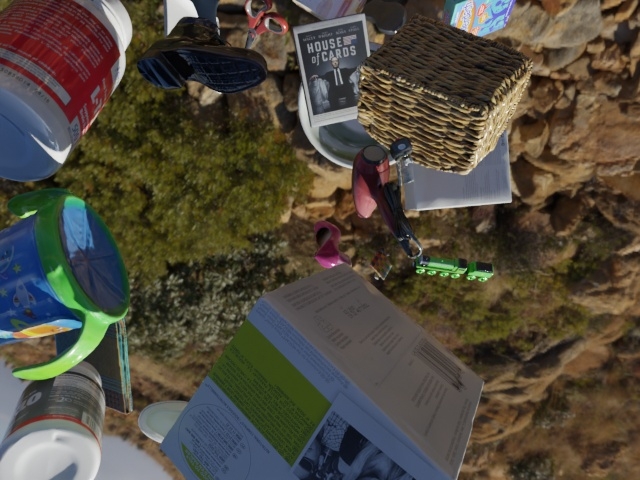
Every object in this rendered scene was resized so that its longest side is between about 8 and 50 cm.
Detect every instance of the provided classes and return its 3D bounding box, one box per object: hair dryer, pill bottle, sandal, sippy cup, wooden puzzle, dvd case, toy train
[{"bbox_3d":[0.115,-0.081,1.000,0.080,0.224,0.293,-6,-175,-9],"label":"hair dryer"},{"bbox_3d":[-0.499,0.347,0.945,0.161,0.161,0.283,40,176,-24],"label":"pill bottle"},{"bbox_3d":[0.212,-0.712,1.586,0.097,0.255,0.054,-40,128,13],"label":"sandal"},{"bbox_3d":[-0.484,0.066,0.844,0.223,0.305,0.240,-20,117,-1],"label":"sippy cup"},{"bbox_3d":[0.137,0.055,1.121,0.049,0.083,0.006,50,139,-14],"label":"wooden puzzle"},{"bbox_3d":[-0.521,-0.328,0.950,0.228,0.408,0.229,6,141,5],"label":"pill bottle"},{"bbox_3d":[0.039,-0.414,1.218,0.179,0.030,0.239,-13,112,-4],"label":"dvd case"},{"bbox_3d":[0.136,0.027,0.509,0.083,0.017,0.024,8,152,-4],"label":"toy train"}]

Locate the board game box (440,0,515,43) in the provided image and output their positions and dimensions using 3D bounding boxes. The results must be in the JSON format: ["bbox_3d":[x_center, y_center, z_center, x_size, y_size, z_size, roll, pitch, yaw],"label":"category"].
[{"bbox_3d":[0.426,-0.619,1.342,0.160,0.210,0.047,86,158,-66],"label":"board game box"}]

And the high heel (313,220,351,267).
[{"bbox_3d":[0.000,0.000,1.419,0.117,0.244,0.082,24,117,-32],"label":"high heel"}]

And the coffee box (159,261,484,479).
[{"bbox_3d":[0.017,0.287,0.825,0.338,0.337,0.334,40,110,16],"label":"coffee box"}]

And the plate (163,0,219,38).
[{"bbox_3d":[-0.413,-0.641,1.582,0.045,0.278,0.278,-6,174,22],"label":"plate"}]

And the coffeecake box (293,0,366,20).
[{"bbox_3d":[0.029,-0.691,1.385,0.185,0.142,0.068,37,-166,15],"label":"coffeecake box"}]

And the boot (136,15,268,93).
[{"bbox_3d":[-0.150,-0.268,0.683,0.219,0.106,0.082,12,156,28],"label":"boot"}]

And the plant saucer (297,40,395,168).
[{"bbox_3d":[0.133,-0.418,1.541,0.399,0.101,0.401,9,126,13],"label":"plant saucer"}]

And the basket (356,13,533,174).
[{"bbox_3d":[0.256,-0.303,1.065,0.299,0.223,0.214,30,151,23],"label":"basket"}]

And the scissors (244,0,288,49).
[{"bbox_3d":[-0.167,-0.519,1.205,0.109,0.021,0.297,39,168,-27],"label":"scissors"}]

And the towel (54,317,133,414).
[{"bbox_3d":[-0.590,0.241,1.267,0.271,0.040,0.371,8,106,28],"label":"towel"}]

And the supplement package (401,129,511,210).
[{"bbox_3d":[0.382,-0.196,1.435,0.262,0.200,0.198,-5,-176,1],"label":"supplement package"}]

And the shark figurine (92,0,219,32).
[{"bbox_3d":[-0.265,-0.369,0.682,0.166,0.116,0.278,24,-178,31],"label":"shark figurine"}]

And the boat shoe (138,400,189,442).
[{"bbox_3d":[-0.236,0.358,0.952,0.226,0.083,0.076,13,159,-7],"label":"boat shoe"}]
